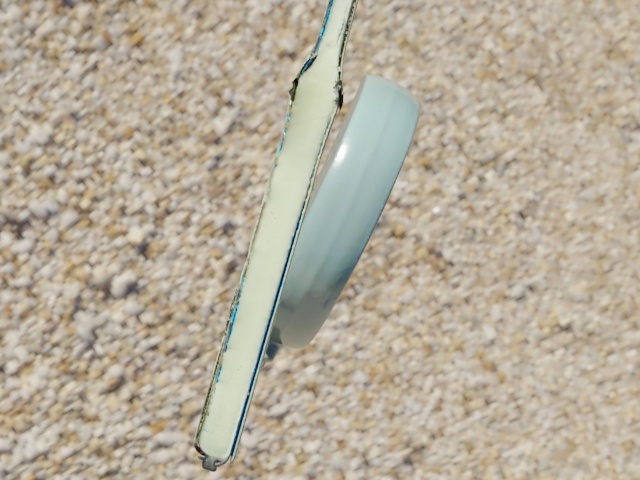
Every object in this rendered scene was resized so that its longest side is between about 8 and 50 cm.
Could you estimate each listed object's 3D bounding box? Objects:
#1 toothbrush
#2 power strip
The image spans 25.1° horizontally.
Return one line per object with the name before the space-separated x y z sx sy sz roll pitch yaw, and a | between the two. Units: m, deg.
toothbrush | -0.010 -0.038 0.659 0.026 0.028 0.294 16 79 1
power strip | 0.000 0.000 0.920 0.044 0.216 0.137 26 16 -5
